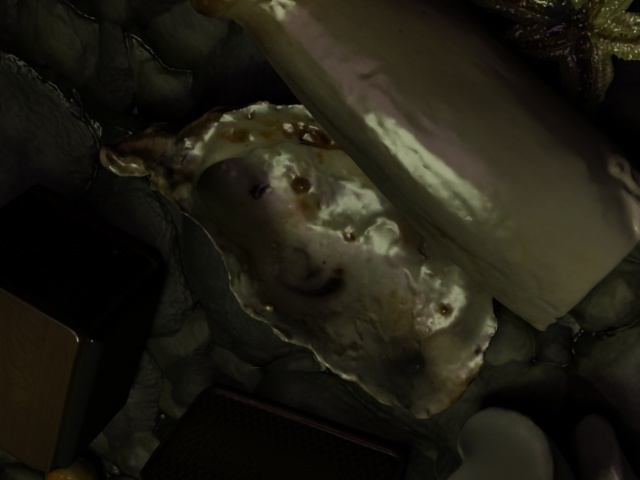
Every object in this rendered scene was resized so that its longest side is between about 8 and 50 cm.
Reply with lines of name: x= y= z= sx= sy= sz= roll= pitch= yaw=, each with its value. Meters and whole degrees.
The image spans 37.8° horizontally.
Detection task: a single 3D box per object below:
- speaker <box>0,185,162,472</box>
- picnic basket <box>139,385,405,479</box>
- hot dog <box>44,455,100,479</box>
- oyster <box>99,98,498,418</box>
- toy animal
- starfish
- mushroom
speaker: x=-0.293 y=0.097 z=0.984 sx=0.192 sy=0.153 sz=0.231 roll=28 pitch=127 yaw=7
picnic basket: x=-0.047 y=0.282 z=0.971 sx=0.266 sy=0.165 sz=0.139 roll=16 pitch=126 yaw=17
hot dog: x=-0.304 y=0.397 z=1.230 sx=0.087 sy=0.061 sz=0.286 roll=11 pitch=122 yaw=16
oyster: x=0.004 y=-0.027 z=0.814 sx=0.396 sy=0.111 sz=0.204 roll=38 pitch=110 yaw=1
toy animal: x=0.219 y=0.311 z=0.830 sx=0.265 sy=0.272 sz=0.206 roll=44 pitch=154 yaw=-21
starfish: x=0.180 y=-0.139 z=0.649 sx=0.223 sy=0.050 sz=0.217 roll=27 pitch=148 yaw=27
mushroom: x=0.089 y=-0.084 z=0.668 sx=0.407 sy=0.137 sz=0.154 roll=42 pitch=172 yaw=-16
